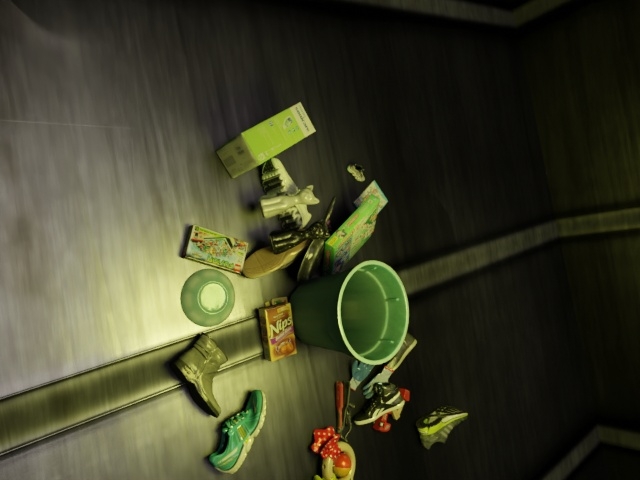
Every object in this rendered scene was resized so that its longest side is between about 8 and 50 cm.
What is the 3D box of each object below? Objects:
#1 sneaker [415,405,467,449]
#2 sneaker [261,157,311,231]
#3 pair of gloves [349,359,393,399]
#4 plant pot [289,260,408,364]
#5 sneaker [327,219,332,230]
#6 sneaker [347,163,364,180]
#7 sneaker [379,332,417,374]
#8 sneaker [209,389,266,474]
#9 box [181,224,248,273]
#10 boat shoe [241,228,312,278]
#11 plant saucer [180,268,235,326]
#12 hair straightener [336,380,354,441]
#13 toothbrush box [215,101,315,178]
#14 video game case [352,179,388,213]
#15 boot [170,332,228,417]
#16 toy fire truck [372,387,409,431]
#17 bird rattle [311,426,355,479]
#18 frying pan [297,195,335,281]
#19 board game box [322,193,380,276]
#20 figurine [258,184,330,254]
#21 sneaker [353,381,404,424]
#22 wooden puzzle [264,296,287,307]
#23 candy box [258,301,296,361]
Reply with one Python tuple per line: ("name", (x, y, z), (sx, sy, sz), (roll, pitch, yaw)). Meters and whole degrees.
("sneaker", (0.544, 0.830, 2.151), (0.299, 0.111, 0.122), (-8, 98, -32))
("sneaker", (-0.123, -0.174, 1.786), (0.118, 0.110, 0.292), (-38, 115, -42))
("pair of gloves", (0.195, 0.549, 1.932), (0.198, 0.023, 0.159), (35, 88, -20))
("plant pot", (0.080, 0.255, 1.717), (0.340, 0.334, 0.342), (7, 79, -39))
("sneaker", (0.004, -0.032, 1.894), (0.119, 0.047, 0.057), (-39, 118, -33))
("sneaker", (0.166, -0.288, 2.031), (0.098, 0.069, 0.038), (34, 65, -28))
("sneaker", (0.296, 0.464, 2.033), (0.118, 0.083, 0.222), (45, 68, 2))
("sneaker", (-0.263, 0.613, 1.570), (0.109, 0.107, 0.276), (35, 64, -18))
("box", (-0.352, 0.033, 1.619), (0.206, 0.036, 0.114), (20, 72, -33))
("boat shoe", (-0.151, 0.063, 1.728), (0.285, 0.092, 0.103), (-34, 65, -22))
("plant saucer", (-0.362, 0.189, 1.590), (0.194, 0.037, 0.195), (5, 81, -36))
("hair straightener", (0.105, 0.660, 1.867), (0.088, 0.047, 0.231), (2, 82, -36))
("toothbrush box", (-0.192, -0.350, 1.686), (0.283, 0.206, 0.122), (-37, 105, -33))
("video game case", (0.219, -0.166, 2.087), (0.119, 0.015, 0.166), (53, 57, -19))
("boot", (-0.350, 0.430, 1.543), (0.161, 0.083, 0.247), (-42, 110, -39))
("toy fire truck", (0.296, 0.704, 2.004), (0.135, 0.047, 0.192), (29, 67, -30))
("bird rattle", (0.049, 0.827, 1.787), (0.206, 0.143, 0.254), (20, 59, -45))
("frying pan", (-0.002, 0.015, 1.798), (0.053, 0.197, 0.326), (25, 65, 9))
("board game box", (0.121, -0.012, 1.889), (0.317, 0.046, 0.214), (-45, 155, -33))
("figurine", (-0.090, -0.080, 1.675), (0.209, 0.092, 0.215), (-15, 82, -10))
("sneaker", (0.215, 0.634, 1.911), (0.216, 0.079, 0.121), (-21, 94, -11))
("wooden puzzle", (-0.146, 0.246, 1.758), (0.116, 0.014, 0.079), (-12, 91, -38))
("candy box", (-0.152, 0.322, 1.708), (0.109, 0.053, 0.187), (-11, 95, -37))
